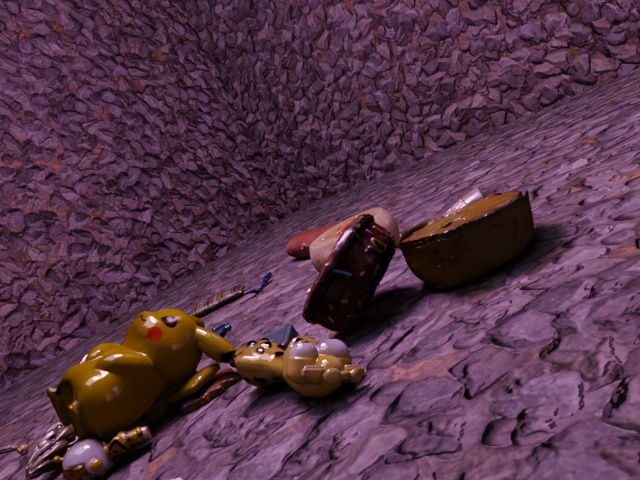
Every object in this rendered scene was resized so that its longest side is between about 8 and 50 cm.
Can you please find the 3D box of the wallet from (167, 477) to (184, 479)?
[{"bbox_3d":[-0.260,0.353,0.700,0.183,0.031,0.124,-25,6,25],"label":"wallet"}]

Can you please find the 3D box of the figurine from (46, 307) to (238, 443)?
[{"bbox_3d":[-0.320,0.237,1.036,0.218,0.169,0.327,9,44,48],"label":"figurine"}]

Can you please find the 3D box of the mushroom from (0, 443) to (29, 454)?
[{"bbox_3d":[-0.769,0.513,1.381,0.286,0.028,0.025,-20,53,45],"label":"mushroom"}]

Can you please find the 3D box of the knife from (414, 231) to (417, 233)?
[{"bbox_3d":[0.313,-0.051,1.378,0.046,0.022,0.256,-41,11,-37],"label":"knife"}]

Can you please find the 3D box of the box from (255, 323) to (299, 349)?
[{"bbox_3d":[-0.090,0.203,1.067,0.091,0.031,0.126,-26,10,9],"label":"box"}]

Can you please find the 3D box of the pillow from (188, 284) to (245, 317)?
[{"bbox_3d":[-0.347,0.202,1.869,0.204,0.038,0.113,-27,8,0],"label":"pillow"}]

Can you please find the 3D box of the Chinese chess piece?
[{"bbox_3d":[0.089,0.004,1.500,0.251,0.097,0.251,-28,9,5],"label":"Chinese chess piece"}]

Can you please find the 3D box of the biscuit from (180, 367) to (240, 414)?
[{"bbox_3d":[-0.211,0.278,1.041,0.120,0.019,0.130,-21,11,39],"label":"biscuit"}]

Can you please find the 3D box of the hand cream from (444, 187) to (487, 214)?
[{"bbox_3d":[0.275,-0.031,1.209,0.203,0.084,0.084,-31,8,9],"label":"hand cream"}]

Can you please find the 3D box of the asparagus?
[{"bbox_3d":[-0.488,0.377,1.116,0.080,0.080,0.287,-25,9,19],"label":"asparagus"}]

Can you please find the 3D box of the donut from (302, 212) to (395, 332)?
[{"bbox_3d":[0.064,0.061,1.018,0.216,0.096,0.230,-62,-14,11],"label":"donut"}]

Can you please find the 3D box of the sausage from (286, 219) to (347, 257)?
[{"bbox_3d":[0.000,0.000,1.832,0.094,0.094,0.419,12,-12,-28],"label":"sausage"}]

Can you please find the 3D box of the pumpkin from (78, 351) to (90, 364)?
[{"bbox_3d":[-0.406,0.296,1.174,0.184,0.107,0.119,10,47,8],"label":"pumpkin"}]

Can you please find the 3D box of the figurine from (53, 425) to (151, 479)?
[{"bbox_3d":[-0.351,0.346,0.911,0.143,0.068,0.101,-26,-8,7],"label":"figurine"}]

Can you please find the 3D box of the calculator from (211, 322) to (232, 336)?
[{"bbox_3d":[-0.276,0.245,1.450,0.094,0.019,0.141,-26,7,8],"label":"calculator"}]

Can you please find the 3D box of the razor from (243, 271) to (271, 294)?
[{"bbox_3d":[-0.191,0.141,1.783,0.044,0.028,0.154,-23,10,28],"label":"razor"}]

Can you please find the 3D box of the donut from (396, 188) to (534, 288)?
[{"bbox_3d":[0.261,-0.002,1.002,0.272,0.107,0.272,-23,5,2],"label":"donut"}]

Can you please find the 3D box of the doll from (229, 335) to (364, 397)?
[{"bbox_3d":[-0.048,0.188,0.849,0.117,0.086,0.291,3,-9,-34],"label":"doll"}]
